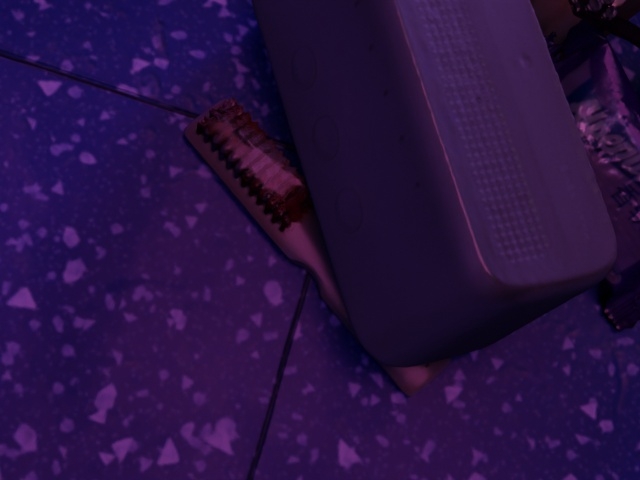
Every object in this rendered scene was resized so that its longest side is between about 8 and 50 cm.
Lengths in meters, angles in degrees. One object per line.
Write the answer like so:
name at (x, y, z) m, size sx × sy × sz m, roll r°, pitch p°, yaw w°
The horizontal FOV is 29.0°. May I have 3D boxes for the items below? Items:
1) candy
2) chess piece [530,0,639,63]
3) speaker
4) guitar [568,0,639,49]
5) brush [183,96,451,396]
candy at (0.262, -0.063, 1.144) m, size 0.145 × 0.070 × 0.275 m, roll -34°, pitch 87°, yaw 20°
chess piece at (0.166, -0.366, 1.213) m, size 0.117 × 0.117 × 0.397 m, roll -30°, pitch 81°, yaw -16°
speaker at (0.094, -0.112, 1.070) m, size 0.183 × 0.184 × 0.406 m, roll -11°, pitch 77°, yaw -30°
guitar at (0.317, -0.177, 1.146) m, size 0.271 × 0.038 × 0.084 m, roll 24°, pitch 47°, yaw -41°
brush at (0.000, 0.000, 1.116) m, size 0.060 × 0.050 × 0.321 m, roll -39°, pitch 86°, yaw -21°
